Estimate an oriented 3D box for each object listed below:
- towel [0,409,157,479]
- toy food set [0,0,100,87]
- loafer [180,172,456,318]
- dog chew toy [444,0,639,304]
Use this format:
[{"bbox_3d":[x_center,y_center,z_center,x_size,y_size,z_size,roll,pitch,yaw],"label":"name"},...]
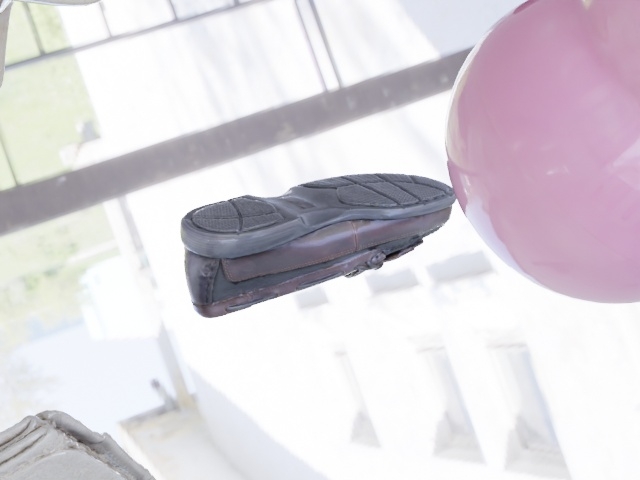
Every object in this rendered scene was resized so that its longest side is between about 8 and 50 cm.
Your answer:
[{"bbox_3d":[-0.228,0.236,0.887,0.187,0.049,0.282,-29,144,-1],"label":"towel"},{"bbox_3d":[-0.236,-0.106,0.497,0.220,0.092,0.306,3,-179,-24],"label":"toy food set"},{"bbox_3d":[0.000,0.000,1.050,0.302,0.095,0.109,-11,-153,-34],"label":"loafer"},{"bbox_3d":[0.224,-0.107,0.636,0.206,0.206,0.332,-19,160,-48],"label":"dog chew toy"}]
